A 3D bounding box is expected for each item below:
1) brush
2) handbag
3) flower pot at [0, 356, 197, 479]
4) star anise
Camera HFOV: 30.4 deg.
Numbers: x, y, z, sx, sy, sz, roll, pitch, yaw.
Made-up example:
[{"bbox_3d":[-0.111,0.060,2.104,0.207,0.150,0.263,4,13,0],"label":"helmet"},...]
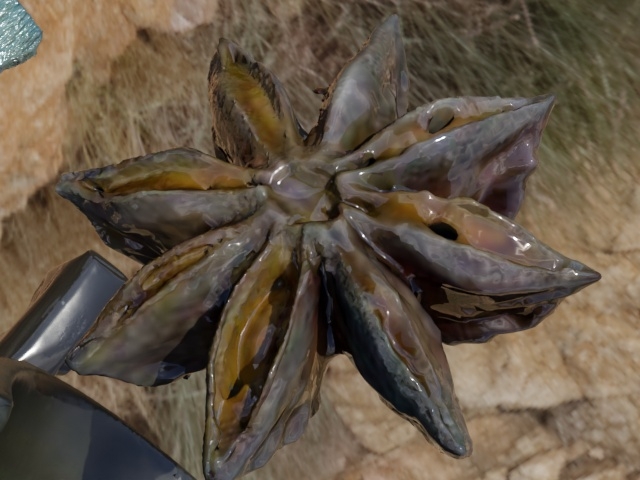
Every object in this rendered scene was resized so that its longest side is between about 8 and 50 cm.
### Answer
[{"bbox_3d":[-0.291,-0.113,0.850,0.196,0.021,0.070,-43,98,-19],"label":"brush"},{"bbox_3d":[-0.468,0.147,1.964,0.113,0.257,0.285,47,66,-23],"label":"handbag"},{"bbox_3d":[-0.131,0.282,0.679,0.251,0.379,0.379,-48,117,-4],"label":"flower pot"},{"bbox_3d":[0.002,0.001,0.703,0.332,0.331,0.117,-25,151,-2],"label":"star anise"}]
